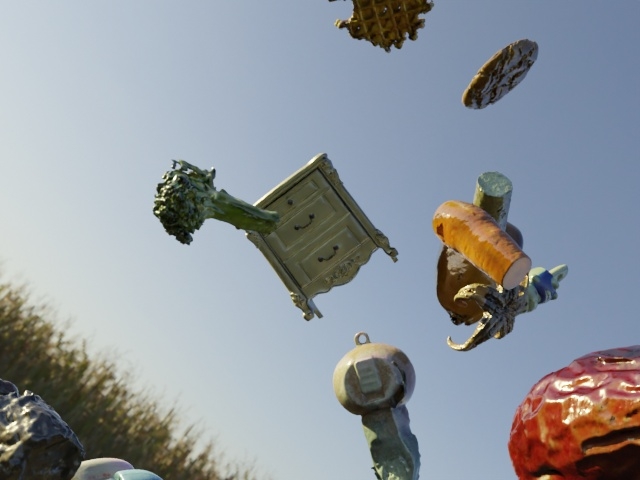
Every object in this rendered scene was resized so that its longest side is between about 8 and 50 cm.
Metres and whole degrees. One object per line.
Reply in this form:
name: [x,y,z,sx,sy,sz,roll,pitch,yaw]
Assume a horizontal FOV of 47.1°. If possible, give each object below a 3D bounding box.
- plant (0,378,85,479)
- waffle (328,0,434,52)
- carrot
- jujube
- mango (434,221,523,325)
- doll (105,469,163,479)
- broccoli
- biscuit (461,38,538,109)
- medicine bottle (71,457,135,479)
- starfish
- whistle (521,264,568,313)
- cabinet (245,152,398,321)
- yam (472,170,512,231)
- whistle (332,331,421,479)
plant: [-0.552,0.363,1.315,0.234,0.178,0.204,22,-27,30]
waffle: [0.130,-0.527,1.602,0.231,0.051,0.229,26,-49,-8]
carrot: [0.254,-0.002,1.166,0.193,0.087,0.087,44,-11,52]
jujube: [0.341,0.220,0.835,0.197,0.197,0.290,41,-44,-4]
mango: [0.367,0.063,1.753,0.152,0.287,0.201,32,-27,-33]
doll: [-0.353,0.470,1.173,0.141,0.314,0.177,16,-69,55]
broccoli: [-0.243,-0.081,1.662,0.198,0.274,0.177,55,-45,52]
biscuit: [0.442,-0.401,1.791,0.042,0.226,0.226,53,-18,18]
medicine bottle: [-0.597,0.783,1.973,0.256,0.256,0.325,74,-7,-54]
starfish: [0.297,0.113,1.237,0.074,0.189,0.146,25,-50,44]
whistle: [0.586,0.132,1.991,0.092,0.244,0.110,39,-35,45]
cabinet: [0.000,0.000,1.887,0.318,0.290,0.227,54,3,10]
yam: [0.332,-0.066,1.431,0.078,0.078,0.179,30,-22,23]
whistle: [0.135,0.365,1.572,0.189,0.189,0.348,124,-47,-68]
